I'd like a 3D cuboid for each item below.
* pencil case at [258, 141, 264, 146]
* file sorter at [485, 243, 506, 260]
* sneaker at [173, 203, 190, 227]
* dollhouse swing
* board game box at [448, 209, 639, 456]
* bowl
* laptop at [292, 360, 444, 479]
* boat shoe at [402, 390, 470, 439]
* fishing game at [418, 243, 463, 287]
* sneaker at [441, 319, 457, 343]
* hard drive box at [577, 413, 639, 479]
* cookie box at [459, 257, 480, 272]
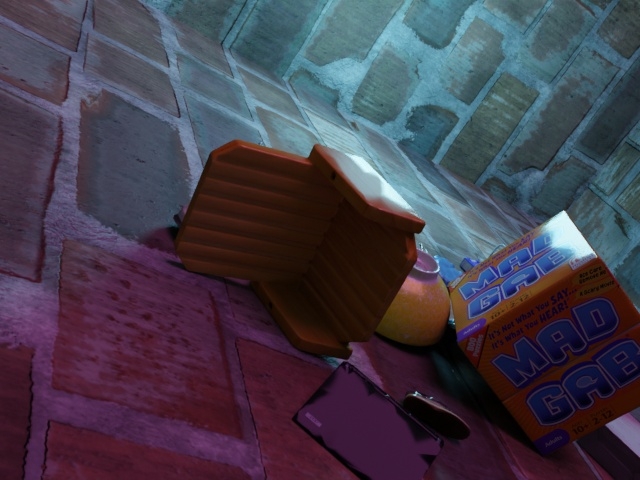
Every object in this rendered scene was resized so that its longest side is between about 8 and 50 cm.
[{"bbox_3d":[-0.140,-0.234,2.250,0.152,0.064,0.070,35,44,0],"label":"pencil case"},{"bbox_3d":[0.689,0.159,2.474,0.278,0.193,0.173,24,19,-28],"label":"file sorter"},{"bbox_3d":[-0.112,-0.029,1.632,0.410,0.182,0.158,20,25,-41],"label":"sneaker"},{"bbox_3d":[-0.056,0.019,1.389,0.305,0.347,0.315,2,36,-41],"label":"dollhouse swing"},{"bbox_3d":[0.561,0.210,1.752,0.356,0.356,0.356,52,16,-12],"label":"board game box"},{"bbox_3d":[0.208,0.106,1.797,0.289,0.156,0.289,19,27,-10],"label":"bowl"},{"bbox_3d":[0.094,0.345,1.343,0.234,0.136,0.264,39,-6,11],"label":"laptop"},{"bbox_3d":[0.240,0.351,1.496,0.152,0.056,0.049,33,25,-3],"label":"boat shoe"},{"bbox_3d":[0.415,0.125,2.340,0.264,0.041,0.189,33,26,-20],"label":"fishing game"},{"bbox_3d":[0.347,0.243,1.923,0.188,0.067,0.078,16,34,-32],"label":"sneaker"},{"bbox_3d":[0.794,0.540,1.891,0.232,0.089,0.181,7,33,-52],"label":"hard drive box"},{"bbox_3d":[0.558,0.113,2.590,0.092,0.040,0.107,13,29,-45],"label":"cookie box"}]
